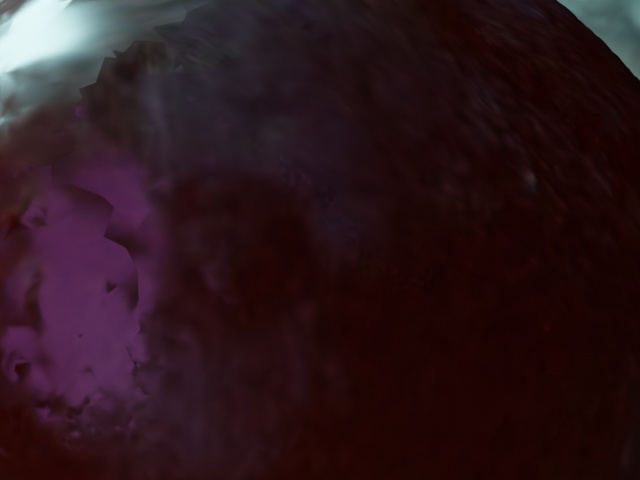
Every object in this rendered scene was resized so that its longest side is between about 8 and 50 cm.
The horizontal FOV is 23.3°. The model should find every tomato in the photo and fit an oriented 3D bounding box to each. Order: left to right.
[{"bbox_3d":[0.003,-0.005,0.514,0.290,0.176,0.335,31,49,28],"label":"tomato"}]
